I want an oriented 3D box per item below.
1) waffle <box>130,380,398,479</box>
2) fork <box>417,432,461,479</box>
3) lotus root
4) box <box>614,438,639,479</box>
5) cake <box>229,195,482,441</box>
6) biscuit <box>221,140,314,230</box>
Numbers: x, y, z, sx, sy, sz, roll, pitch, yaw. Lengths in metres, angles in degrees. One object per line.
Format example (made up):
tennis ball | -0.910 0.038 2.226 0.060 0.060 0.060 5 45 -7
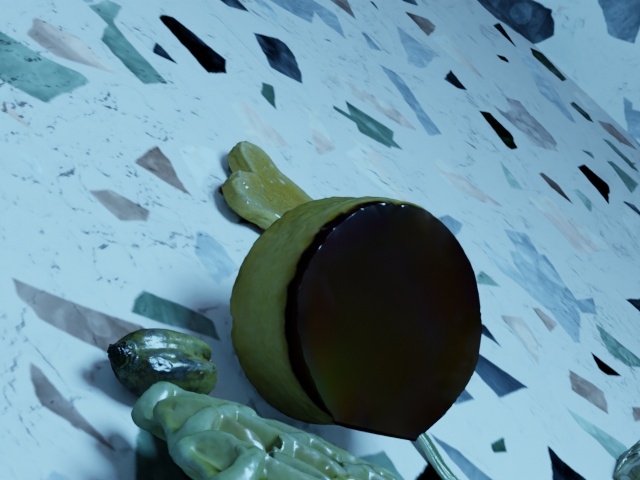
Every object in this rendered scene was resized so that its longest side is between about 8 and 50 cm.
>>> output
waffle | 0.026 0.182 0.933 0.309 0.056 0.292 29 -1 -31
fork | 0.072 0.146 1.250 0.219 0.028 0.034 50 20 17
lotus root | -0.116 0.090 1.017 0.099 0.049 0.054 17 43 -47
box | 0.359 0.258 1.495 0.098 0.045 0.062 46 23 5
cake | 0.008 0.062 1.149 0.185 0.178 0.207 49 58 -22
biscuit | 0.000 0.000 1.384 0.234 0.030 0.153 37 24 -14
